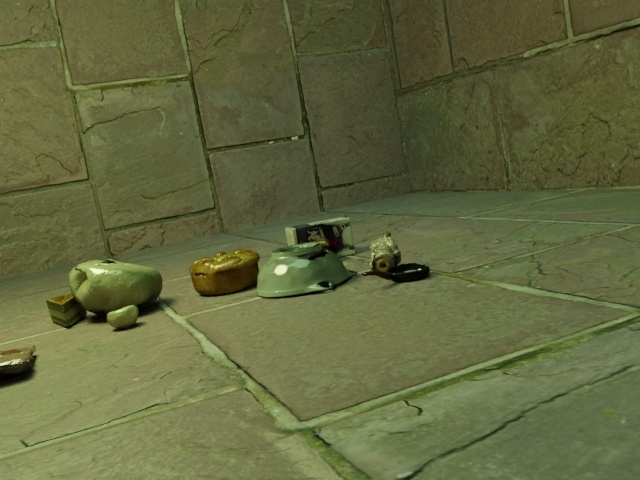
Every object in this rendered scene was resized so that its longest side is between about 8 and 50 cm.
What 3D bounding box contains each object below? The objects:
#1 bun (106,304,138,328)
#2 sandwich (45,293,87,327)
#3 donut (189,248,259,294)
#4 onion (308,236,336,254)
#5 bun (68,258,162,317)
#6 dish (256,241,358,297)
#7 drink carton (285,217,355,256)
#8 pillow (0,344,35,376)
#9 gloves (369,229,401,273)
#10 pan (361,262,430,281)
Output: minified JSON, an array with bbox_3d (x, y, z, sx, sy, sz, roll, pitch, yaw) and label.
[{"bbox_3d":[-0.530,0.210,1.782,0.086,0.054,0.086,-19,-4,-1],"label":"bun"},{"bbox_3d":[-0.782,0.216,1.972,0.114,0.079,0.163,-12,9,0],"label":"sandwich"},{"bbox_3d":[-0.299,0.098,2.083,0.227,0.113,0.226,-9,8,1],"label":"donut"},{"bbox_3d":[0.001,0.039,2.244,0.107,0.097,0.107,-2,46,2],"label":"onion"},{"bbox_3d":[-0.614,0.141,1.986,0.273,0.168,0.273,4,3,0],"label":"bun"},{"bbox_3d":[-0.058,0.076,1.918,0.303,0.120,0.303,-11,7,1],"label":"dish"},{"bbox_3d":[0.001,0.001,2.341,0.223,0.134,0.102,-11,5,-15],"label":"drink carton"},{"bbox_3d":[-0.729,0.282,1.521,0.135,0.049,0.248,-12,4,-21],"label":"pillow"},{"bbox_3d":[0.185,0.048,1.898,0.094,0.110,0.144,-1,38,8],"label":"gloves"},{"bbox_3d":[0.197,0.091,1.756,0.212,0.040,0.115,-6,5,-34],"label":"pan"}]
